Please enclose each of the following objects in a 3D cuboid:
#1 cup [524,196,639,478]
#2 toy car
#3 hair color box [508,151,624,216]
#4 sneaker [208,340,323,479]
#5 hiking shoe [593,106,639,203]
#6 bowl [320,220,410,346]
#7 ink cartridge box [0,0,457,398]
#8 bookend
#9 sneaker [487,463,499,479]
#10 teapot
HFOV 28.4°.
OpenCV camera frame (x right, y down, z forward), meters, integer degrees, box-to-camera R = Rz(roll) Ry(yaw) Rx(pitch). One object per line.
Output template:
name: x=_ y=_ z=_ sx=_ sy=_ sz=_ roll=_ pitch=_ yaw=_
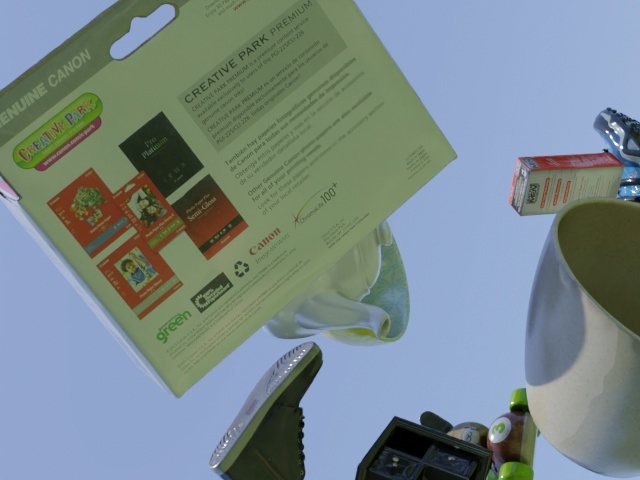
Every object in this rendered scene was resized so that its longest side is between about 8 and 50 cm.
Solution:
cup: x=0.371 y=0.140 z=1.497 sx=0.331 sy=0.331 sz=0.237 roll=-29 pitch=-29 yaw=-52
toy car: x=0.240 y=0.315 z=1.953 sx=0.149 sy=0.188 sz=0.155 roll=79 pitch=-160 yaw=-53
hair color box: x=0.327 y=-0.075 z=1.685 sx=0.141 sy=0.043 sz=0.072 roll=-4 pitch=-58 yaw=-19
sneaker: x=-0.045 y=0.252 z=1.735 sx=0.118 sy=0.083 sz=0.222 roll=39 pitch=-97 yaw=-17
hiking shoe: x=0.443 y=-0.060 z=1.750 sx=0.113 sy=0.304 sz=0.132 roll=19 pitch=-56 yaw=-41
bowl: x=0.007 y=0.044 z=1.993 sx=0.289 sy=0.156 sz=0.290 roll=46 pitch=-148 yaw=-41
ink cartridge box: x=-0.094 y=-0.082 z=1.024 sx=0.309 sy=0.130 sz=0.272 roll=-40 pitch=-70 yaw=-13
bookend: x=0.143 y=0.337 z=1.792 sx=0.157 sy=0.156 sz=0.072 roll=-39 pitch=-37 yaw=-59
sneaker: x=0.254 y=0.414 z=2.179 sx=0.123 sy=0.109 sz=0.295 roll=-45 pitch=-5 yaw=-16
teapot: x=0.000 y=0.000 z=1.659 sx=0.252 sy=0.187 sz=0.256 roll=-49 pitch=-52 yaw=-85
